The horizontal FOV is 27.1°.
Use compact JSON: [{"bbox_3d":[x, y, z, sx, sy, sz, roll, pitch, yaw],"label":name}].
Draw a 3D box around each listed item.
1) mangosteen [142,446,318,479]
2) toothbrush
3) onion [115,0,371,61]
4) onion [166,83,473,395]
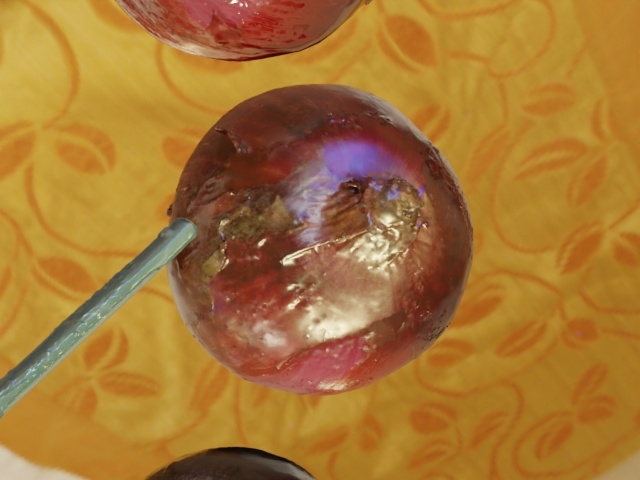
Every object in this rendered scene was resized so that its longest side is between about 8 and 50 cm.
[{"bbox_3d":[-0.045,0.186,0.718,0.152,0.152,0.152,-17,138,-15],"label":"mangosteen"},{"bbox_3d":[-0.094,0.046,0.359,0.167,0.011,0.014,-44,113,-25],"label":"toothbrush"},{"bbox_3d":[-0.022,-0.122,0.439,0.131,0.131,0.131,-17,138,-15],"label":"onion"},{"bbox_3d":[0.000,0.000,1.148,0.276,0.276,0.276,-17,138,-15],"label":"onion"}]
